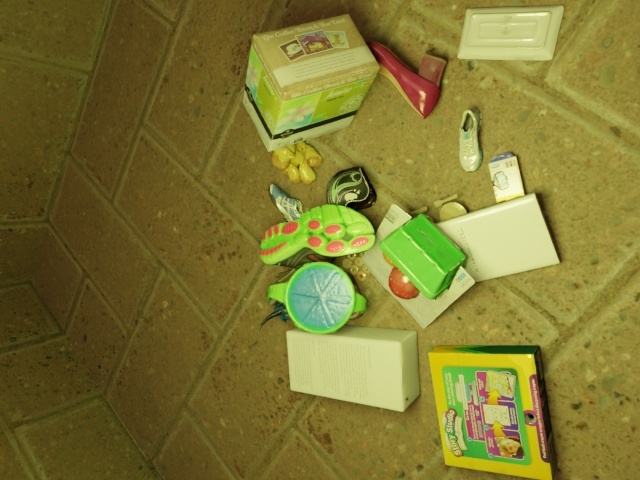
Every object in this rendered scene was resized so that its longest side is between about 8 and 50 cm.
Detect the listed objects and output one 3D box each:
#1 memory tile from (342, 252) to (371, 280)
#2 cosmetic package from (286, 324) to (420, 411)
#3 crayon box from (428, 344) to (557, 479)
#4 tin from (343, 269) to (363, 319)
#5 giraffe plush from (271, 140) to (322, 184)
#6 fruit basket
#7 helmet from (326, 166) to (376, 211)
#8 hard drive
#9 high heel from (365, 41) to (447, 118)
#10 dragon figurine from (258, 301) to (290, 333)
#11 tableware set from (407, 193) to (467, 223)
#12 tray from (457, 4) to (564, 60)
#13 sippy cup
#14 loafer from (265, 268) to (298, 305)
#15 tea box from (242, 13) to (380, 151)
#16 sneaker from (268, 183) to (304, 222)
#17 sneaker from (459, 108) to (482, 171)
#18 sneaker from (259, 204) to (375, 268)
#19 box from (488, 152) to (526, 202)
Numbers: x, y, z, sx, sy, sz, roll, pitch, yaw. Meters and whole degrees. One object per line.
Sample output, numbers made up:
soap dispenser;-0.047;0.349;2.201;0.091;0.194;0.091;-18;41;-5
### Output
memory tile;0.149;0.064;1.624;0.113;0.012;0.148;42;116;23
cosmetic package;0.108;0.430;1.600;0.452;0.161;0.231;-1;94;33
crayon box;0.518;0.509;1.375;0.312;0.106;0.364;-8;90;35
tin;0.095;0.202;1.662;0.106;0.040;0.190;-32;78;36
giraffe plush;-0.107;-0.315;1.657;0.181;0.170;0.211;13;102;32
fruit basket;0.292;0.088;1.432;0.327;0.165;0.353;48;154;17
helmet;0.097;-0.158;1.547;0.161;0.169;0.170;-27;80;15
hard drive;0.507;0.007;1.342;0.318;0.040;0.211;-19;98;34
high heel;0.204;-0.521;1.452;0.376;0.127;0.182;21;96;26
dragon figurine;-0.114;0.252;1.706;0.085;0.288;0.144;64;160;13
tableware set;0.382;-0.065;1.443;0.194;0.039;0.128;-22;97;39
tray;0.535;-0.597;1.292;0.270;0.030;0.146;15;102;31
sippy cup;-0.013;0.201;1.556;0.305;0.224;0.240;43;79;2
loafer;-0.141;0.159;1.774;0.251;0.094;0.087;-45;71;25
tea box;-0.044;-0.493;1.435;0.220;0.328;0.323;62;159;12
sneaker;-0.122;-0.141;1.749;0.081;0.080;0.211;-41;82;23
sneaker;0.442;-0.301;1.353;0.071;0.082;0.191;-1;96;32
sneaker;0.000;0.000;1.567;0.482;0.202;0.186;-8;71;42
box;0.548;-0.186;1.329;0.081;0.028;0.137;-12;86;34
